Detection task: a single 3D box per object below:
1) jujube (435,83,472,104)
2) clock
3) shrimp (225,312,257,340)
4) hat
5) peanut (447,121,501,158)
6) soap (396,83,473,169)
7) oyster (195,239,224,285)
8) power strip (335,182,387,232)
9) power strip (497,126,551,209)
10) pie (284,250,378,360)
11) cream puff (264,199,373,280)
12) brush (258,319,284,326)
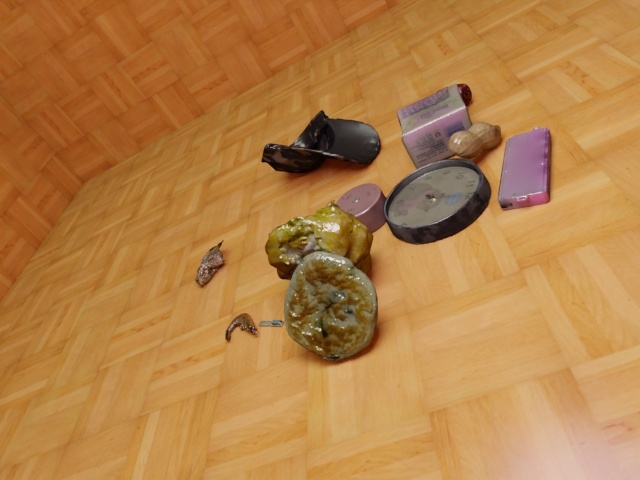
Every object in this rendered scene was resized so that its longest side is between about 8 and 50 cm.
[{"bbox_3d":[0.421,-0.457,1.662,0.129,0.077,0.077,-5,42,41],"label":"jujube"},{"bbox_3d":[0.294,-0.107,1.334,0.281,0.055,0.280,-24,33,17],"label":"clock"},{"bbox_3d":[-0.208,0.236,1.365,0.091,0.025,0.127,-47,29,-18],"label":"shrimp"},{"bbox_3d":[0.005,-0.300,1.807,0.382,0.257,0.366,35,50,20],"label":"hat"},{"bbox_3d":[0.416,-0.268,1.380,0.187,0.082,0.082,-28,27,-26],"label":"peanut"},{"bbox_3d":[0.337,-0.333,1.515,0.200,0.138,0.182,-23,35,18],"label":"soap"},{"bbox_3d":[-0.361,0.075,1.692,0.105,0.056,0.177,-29,30,31],"label":"oyster"},{"bbox_3d":[0.117,-0.088,1.448,0.154,0.078,0.154,-25,33,17],"label":"power strip"},{"bbox_3d":[0.499,-0.177,1.255,0.109,0.037,0.278,-10,39,34],"label":"power strip"},{"bbox_3d":[0.016,0.143,1.119,0.241,0.240,0.054,-16,-1,27],"label":"pie"},{"bbox_3d":[0.000,-0.001,1.253,0.282,0.282,0.185,-10,59,34],"label":"cream puff"},{"bbox_3d":[-0.129,0.213,1.337,0.084,0.013,0.016,-7,43,39],"label":"brush"}]
